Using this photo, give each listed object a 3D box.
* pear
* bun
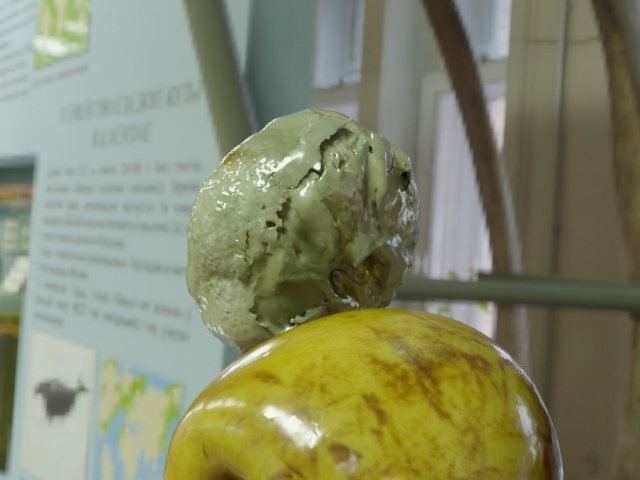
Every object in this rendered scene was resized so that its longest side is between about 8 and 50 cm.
[{"bbox_3d":[0.030,0.179,0.960,0.281,0.281,0.281,4,-1,0],"label":"pear"},{"bbox_3d":[0.000,0.000,1.195,0.239,0.239,0.141,5,21,-46],"label":"bun"}]
